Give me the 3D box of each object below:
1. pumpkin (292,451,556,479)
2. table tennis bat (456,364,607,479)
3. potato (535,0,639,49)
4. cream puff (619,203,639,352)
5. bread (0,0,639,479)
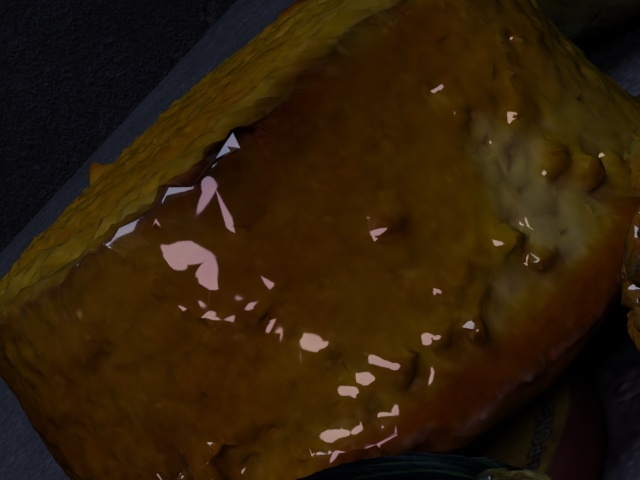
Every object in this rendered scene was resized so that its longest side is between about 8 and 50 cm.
[{"bbox_3d":[0.049,0.130,0.433,0.194,0.150,0.194,-5,18,2],"label":"pumpkin"},{"bbox_3d":[-0.033,0.197,0.728,0.415,0.051,0.268,-39,13,5],"label":"table tennis bat"},{"bbox_3d":[0.159,-0.202,1.117,0.298,0.141,0.176,-25,-15,35],"label":"potato"},{"bbox_3d":[0.167,0.017,0.501,0.115,0.150,0.165,-15,-20,-31],"label":"cream puff"},{"bbox_3d":[0.002,-0.002,0.773,0.358,0.204,0.337,-42,17,-22],"label":"bread"}]
